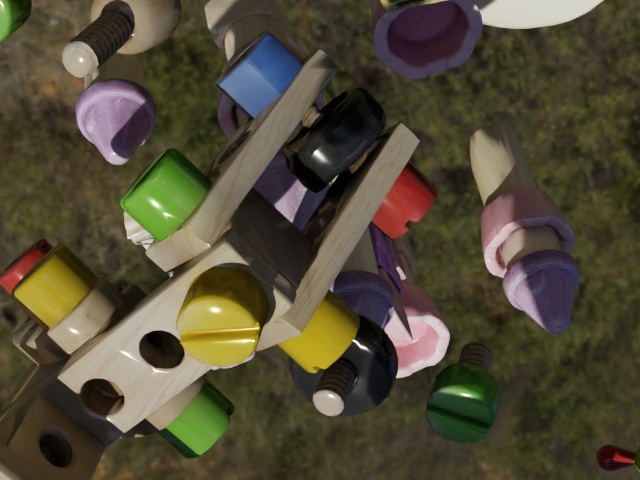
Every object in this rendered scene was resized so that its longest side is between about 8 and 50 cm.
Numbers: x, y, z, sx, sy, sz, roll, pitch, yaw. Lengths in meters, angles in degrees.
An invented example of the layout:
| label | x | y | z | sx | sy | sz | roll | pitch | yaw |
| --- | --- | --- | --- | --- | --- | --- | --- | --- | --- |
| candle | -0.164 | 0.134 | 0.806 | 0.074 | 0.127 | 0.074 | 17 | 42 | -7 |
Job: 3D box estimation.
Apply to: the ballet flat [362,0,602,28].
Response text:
| label | x | y | z | sx | sy | sz | roll | pitch | yaw |
| --- | --- | --- | --- | --- | --- | --- | --- | --- | --- |
| ballet flat | 0.111 | -0.240 | 0.862 | 0.164 | 0.182 | 0.482 | 34 | 172 | -38 |

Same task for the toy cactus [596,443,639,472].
| label | x | y | z | sx | sy | sz | roll | pitch | yaw |
| --- | --- | --- | --- | --- | --- | --- | --- | --- | --- |
| toy cactus | 0.261 | 0.215 | 0.850 | 0.180 | 0.112 | 0.219 | -7 | -155 | 20 |

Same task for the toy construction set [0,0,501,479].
| label | x | y | z | sx | sy | sz | roll | pitch | yaw |
| --- | --- | --- | --- | --- | --- | --- | --- | --- | --- |
| toy construction set | -0.093 | 0.014 | 0.537 | 0.257 | 0.309 | 0.237 | -10 | -154 | 23 |

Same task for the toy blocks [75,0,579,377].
| label | x | y | z | sx | sy | sz | roll | pitch | yaw |
| --- | --- | --- | --- | --- | --- | --- | --- | --- | --- |
| toy blocks | 0.000 | 0.000 | 0.807 | 0.308 | 0.260 | 0.289 | -23 | 136 | 12 |

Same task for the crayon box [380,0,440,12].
| label | x | y | z | sx | sy | sz | roll | pitch | yaw |
| --- | --- | --- | --- | --- | --- | --- | --- | --- | --- |
| crayon box | 0.159 | -0.276 | 0.439 | 0.362 | 0.313 | 0.106 | -13 | 160 | 0 |
